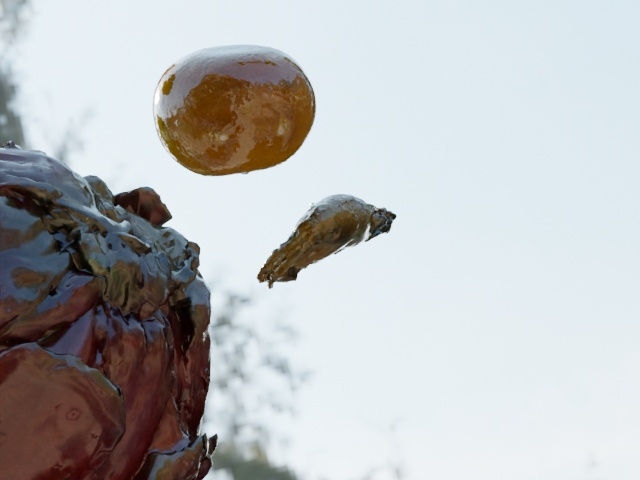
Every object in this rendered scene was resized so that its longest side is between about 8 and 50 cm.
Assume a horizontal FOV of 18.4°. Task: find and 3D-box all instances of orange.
[{"bbox_3d":[-0.081,-0.121,1.865,0.156,0.124,0.156,-1,17,0],"label":"orange"}]

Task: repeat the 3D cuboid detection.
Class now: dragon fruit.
[{"bbox_3d":[-0.224,0.092,1.217,0.329,0.329,0.329,-12,-20,-4],"label":"dragon fruit"}]

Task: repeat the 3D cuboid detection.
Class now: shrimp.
[{"bbox_3d":[0.003,-0.009,1.984,0.117,0.066,0.262,-33,-8,15],"label":"shrimp"}]
